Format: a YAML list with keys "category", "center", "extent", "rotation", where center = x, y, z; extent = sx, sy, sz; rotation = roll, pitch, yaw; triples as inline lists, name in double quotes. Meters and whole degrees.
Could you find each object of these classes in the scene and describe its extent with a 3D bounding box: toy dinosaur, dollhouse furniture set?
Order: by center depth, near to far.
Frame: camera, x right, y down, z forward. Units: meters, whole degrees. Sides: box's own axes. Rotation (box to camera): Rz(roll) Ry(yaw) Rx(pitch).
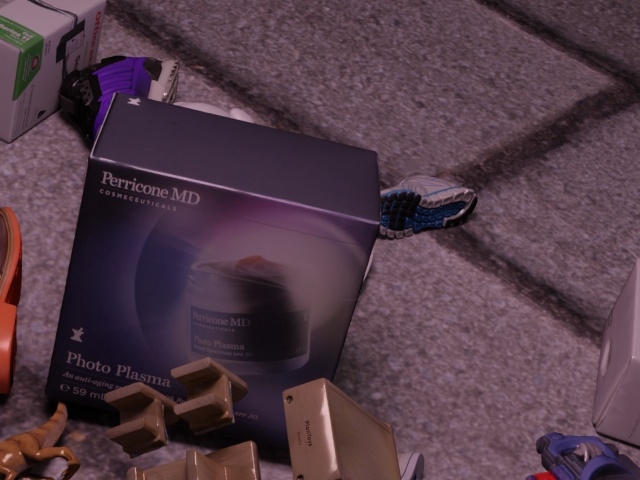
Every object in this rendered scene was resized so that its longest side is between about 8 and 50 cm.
- category: "dollhouse furniture set"
  center: [-0.063, 0.233, 1.328]
  extent: [0.242, 0.161, 0.212]
  rotation: [-20, 58, 19]
- category: "toy dinosaur"
  center: [-0.287, 0.210, 1.402]
  extent: [0.112, 0.064, 0.211]
  rotation: [30, 37, 21]

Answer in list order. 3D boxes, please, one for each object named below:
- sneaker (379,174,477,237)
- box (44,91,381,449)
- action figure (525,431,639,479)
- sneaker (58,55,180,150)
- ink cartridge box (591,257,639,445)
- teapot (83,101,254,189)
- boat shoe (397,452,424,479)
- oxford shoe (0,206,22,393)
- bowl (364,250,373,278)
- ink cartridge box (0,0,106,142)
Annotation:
- category: "sneaker"
  center: [0.121, -0.054, 1.938]
  extent: [0.191, 0.071, 0.083]
  rotation: [-4, 33, -40]
- category: "box"
  center: [-0.114, 0.035, 1.494]
  extent: [0.296, 0.294, 0.182]
  rotation: [12, 26, -5]
- category: "action figure"
  center: [0.329, 0.324, 1.412]
  extent: [0.330, 0.178, 0.341]
  rotation: [8, 11, -4]
- category: "sneaker"
  center: [-0.288, -0.168, 1.899]
  extent: [0.146, 0.102, 0.293]
  rotation: [13, 30, 2]
- category: "ink cartridge box"
  center: [0.504, 0.171, 1.723]
  extent: [0.306, 0.131, 0.226]
  rotation: [19, 35, 2]
- category: "teapot"
  center: [-0.148, -0.079, 1.686]
  extent: [0.253, 0.187, 0.256]
  rotation: [32, 20, -18]
- category: "boat shoe"
  center: [0.081, 0.262, 1.513]
  extent: [0.035, 0.035, 0.100]
  rotation: [-1, 33, 23]
- category: "oxford shoe"
  center: [-0.380, 0.054, 1.553]
  extent: [0.098, 0.096, 0.271]
  rotation: [2, 37, -10]
- category: "bowl"
  center: [0.000, 0.000, 1.773]
  extent: [0.142, 0.053, 0.142]
  rotation: [58, 31, -17]
- category: "ink cartridge box"
  center: [-0.387, -0.248, 1.911]
  extent: [0.087, 0.153, 0.208]
  rotation: [26, 37, 12]
